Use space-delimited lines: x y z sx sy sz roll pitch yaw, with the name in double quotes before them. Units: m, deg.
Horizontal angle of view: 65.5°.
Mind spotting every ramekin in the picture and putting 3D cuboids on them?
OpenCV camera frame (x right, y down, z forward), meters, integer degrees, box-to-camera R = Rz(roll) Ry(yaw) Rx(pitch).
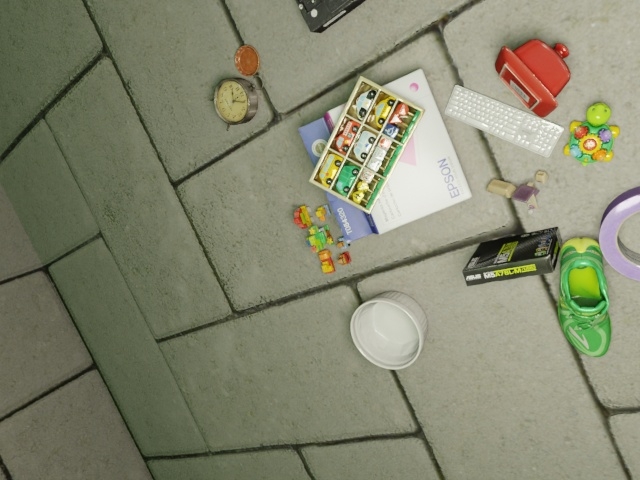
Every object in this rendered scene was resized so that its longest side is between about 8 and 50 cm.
"ramekin" 0.198 0.239 1.375 0.207 0.109 0.207 11 113 28

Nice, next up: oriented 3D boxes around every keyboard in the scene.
"keyboard" 0.408 -0.271 1.123 0.256 0.014 0.072 30 120 19

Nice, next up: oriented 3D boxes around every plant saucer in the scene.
"plant saucer" -0.205 -0.507 1.406 0.083 0.013 0.083 11 112 28

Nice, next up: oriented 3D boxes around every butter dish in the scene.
"butter dish" 0.447 -0.348 1.008 0.118 0.160 0.160 -42 84 11

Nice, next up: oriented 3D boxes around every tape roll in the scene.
"tape roll" 0.676 -0.015 1.014 0.189 0.080 0.189 10 112 27

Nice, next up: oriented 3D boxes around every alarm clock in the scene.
"alarm clock" -0.227 -0.409 1.424 0.192 0.064 0.129 -26 92 37

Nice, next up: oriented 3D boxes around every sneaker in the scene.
"sneaker" 0.574 0.142 1.095 0.109 0.123 0.296 -7 114 31

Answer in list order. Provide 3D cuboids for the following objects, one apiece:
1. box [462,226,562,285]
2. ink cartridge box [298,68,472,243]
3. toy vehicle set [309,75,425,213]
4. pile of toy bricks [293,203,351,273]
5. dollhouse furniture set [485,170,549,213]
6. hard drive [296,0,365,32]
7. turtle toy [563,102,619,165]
"box" 0.431 0.034 1.112 0.184 0.190 0.045 -12 103 34
"ink cartridge box" 0.150 -0.191 1.203 0.330 0.071 0.324 -23 96 10
"toy vehicle set" 0.106 -0.217 1.153 0.166 0.035 0.267 28 103 4
"pile of toy bricks" 0.000 0.000 1.410 0.118 0.105 0.212 -15 99 34
"dollhouse furniture set" 0.457 -0.114 1.154 0.114 0.091 0.081 28 164 45
"hard drive" 0.005 -0.709 1.177 0.237 0.064 0.339 -24 95 35
"turtle toy" 0.558 -0.216 1.020 0.095 0.066 0.130 15 114 26
